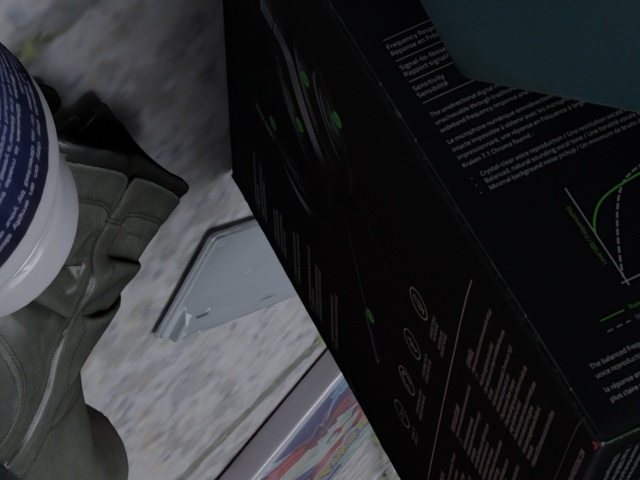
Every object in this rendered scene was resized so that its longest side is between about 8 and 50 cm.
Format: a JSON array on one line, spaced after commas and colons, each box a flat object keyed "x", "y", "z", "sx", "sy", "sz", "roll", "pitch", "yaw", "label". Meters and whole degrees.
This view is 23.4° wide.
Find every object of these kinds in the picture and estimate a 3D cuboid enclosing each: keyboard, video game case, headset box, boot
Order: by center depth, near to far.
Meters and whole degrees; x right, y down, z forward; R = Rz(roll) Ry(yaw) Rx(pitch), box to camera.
[{"x": 0.067, "y": -0.019, "z": 0.598, "sx": 0.131, "sy": 0.283, "sz": 0.246, "roll": -24, "pitch": 153, "yaw": -13, "label": "headset box"}, {"x": -0.101, "y": 0.035, "z": 0.630, "sx": 0.161, "sy": 0.083, "sz": 0.246, "roll": -54, "pitch": 163, "yaw": -2, "label": "boot"}, {"x": 0.000, "y": 0.000, "z": 0.883, "sx": 0.256, "sy": 0.014, "sz": 0.072, "roll": -20, "pitch": 141, "yaw": -55, "label": "keyboard"}, {"x": 0.014, "y": 0.124, "z": 1.128, "sx": 0.201, "sy": 0.023, "sz": 0.183, "roll": -50, "pitch": 161, "yaw": 4, "label": "video game case"}]

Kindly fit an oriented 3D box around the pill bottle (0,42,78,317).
[{"x": -0.127, "y": -0.028, "z": 0.418, "sx": 0.094, "sy": 0.094, "sz": 0.169, "roll": -48, "pitch": 161, "yaw": -3, "label": "pill bottle"}]

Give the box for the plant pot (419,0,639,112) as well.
[{"x": 0.073, "y": -0.171, "z": 0.368, "sx": 0.165, "sy": 0.165, "sz": 0.234, "roll": -45, "pitch": 119, "yaw": -12, "label": "plant pot"}]
